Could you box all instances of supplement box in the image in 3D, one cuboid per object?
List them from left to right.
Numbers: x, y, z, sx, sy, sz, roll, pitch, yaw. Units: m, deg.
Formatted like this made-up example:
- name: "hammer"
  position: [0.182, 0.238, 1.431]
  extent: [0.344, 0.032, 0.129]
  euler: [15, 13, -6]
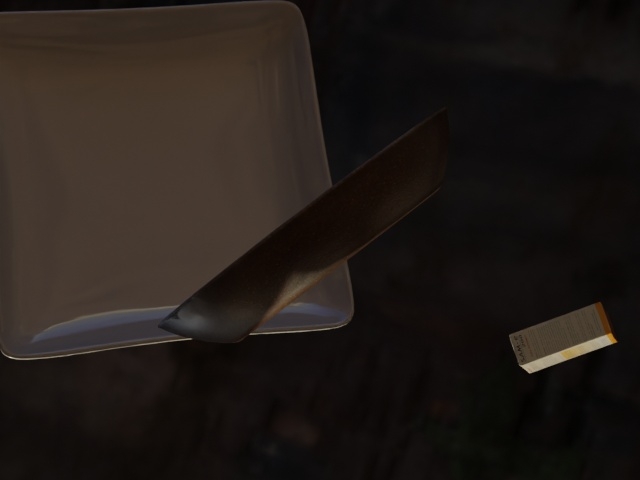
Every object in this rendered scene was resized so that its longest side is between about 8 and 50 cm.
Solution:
- name: "supplement box"
  position: [0.246, 0.098, 1.956]
  extent: [0.062, 0.098, 0.036]
  euler: [40, -149, -72]

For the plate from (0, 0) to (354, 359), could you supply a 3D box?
- name: "plate"
  position: [-0.129, -0.049, 1.506]
  extent: [0.045, 0.278, 0.277]
  euler: [128, 134, -67]

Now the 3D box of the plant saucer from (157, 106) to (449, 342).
- name: "plant saucer"
  position: [0.000, 0.000, 1.062]
  extent: [0.198, 0.036, 0.198]
  euler: [-38, -1, -1]
